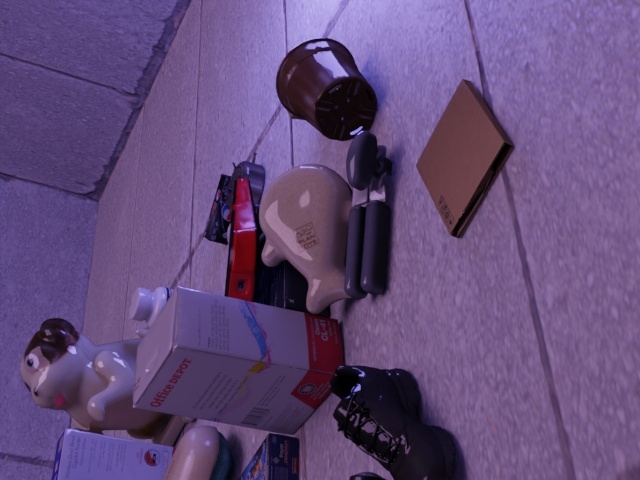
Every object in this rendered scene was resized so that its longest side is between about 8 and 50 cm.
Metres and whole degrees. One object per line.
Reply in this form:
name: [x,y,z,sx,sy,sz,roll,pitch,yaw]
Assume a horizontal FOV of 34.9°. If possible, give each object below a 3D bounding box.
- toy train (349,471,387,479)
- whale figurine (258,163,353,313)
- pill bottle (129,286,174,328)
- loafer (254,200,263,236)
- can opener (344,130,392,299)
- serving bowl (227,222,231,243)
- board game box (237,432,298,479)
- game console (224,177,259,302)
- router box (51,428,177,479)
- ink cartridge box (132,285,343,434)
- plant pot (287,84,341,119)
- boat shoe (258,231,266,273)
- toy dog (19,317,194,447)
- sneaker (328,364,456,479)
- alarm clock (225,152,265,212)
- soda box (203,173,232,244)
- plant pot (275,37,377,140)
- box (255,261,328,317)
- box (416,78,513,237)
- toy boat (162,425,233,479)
toy train: [0.040,0.485,1.373,0.190,0.142,0.334,127,150,-70]
whale figurine: [0.000,0.000,1.813,0.216,0.141,0.272,-27,65,16]
pill bottle: [-0.362,0.174,2.487,0.108,0.193,0.108,-165,90,-69]
loafer: [-0.141,0.017,2.228,0.078,0.076,0.223,-37,-33,-63]
can opener: [0.069,-0.042,1.700,0.074,0.093,0.280,-18,62,43]
serving bowl: [-0.207,-0.023,2.463,0.083,0.027,0.083,-48,34,48]
board game box: [-0.106,0.474,1.830,0.194,0.060,0.194,130,148,-49]
game console: [-0.163,0.107,2.026,0.342,0.060,0.387,-97,13,-66]
router box: [-0.456,0.614,2.276,0.082,0.301,0.336,129,148,-48]
ink cartridge box: [-0.144,0.213,1.760,0.226,0.306,0.131,-52,31,44]
plant pot: [-0.020,-0.304,2.092,0.109,0.109,0.096,150,119,-61]
boat shoe: [-0.062,0.009,1.993,0.257,0.095,0.095,-59,32,34]
toy dog: [-0.527,0.329,2.497,0.284,0.407,0.395,-53,30,43]
sneaker: [0.087,0.264,1.394,0.109,0.130,0.286,-67,24,14]
alarm clock: [-0.182,-0.109,2.419,0.129,0.064,0.192,-54,33,43]
soda box: [-0.241,-0.078,2.549,0.060,0.053,0.169,26,100,68]
plant pot: [0.021,-0.275,1.907,0.167,0.167,0.165,-67,31,20]
box: [-0.058,0.107,1.913,0.158,0.093,0.156,128,149,-47]
box: [0.208,-0.125,1.504,0.201,0.021,0.164,-107,38,-54]
toy boat: [-0.241,0.537,2.047,0.268,0.148,0.318,-66,15,10]
